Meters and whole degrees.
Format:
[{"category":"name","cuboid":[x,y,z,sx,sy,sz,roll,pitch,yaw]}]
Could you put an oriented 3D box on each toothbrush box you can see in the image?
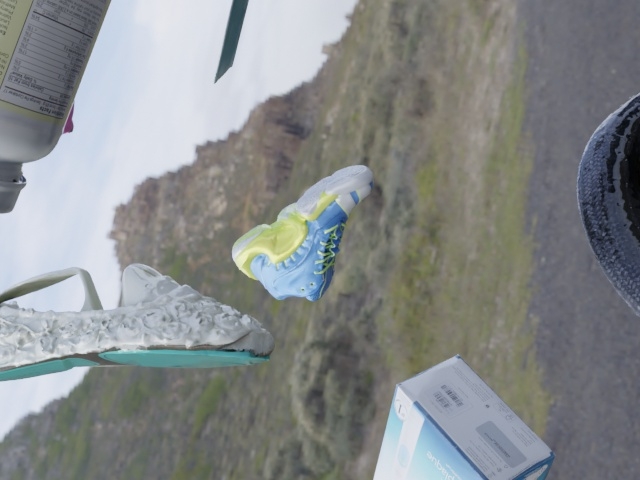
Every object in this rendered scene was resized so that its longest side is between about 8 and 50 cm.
[{"category":"toothbrush box","cuboid":[0.198,0.356,1.549,0.216,0.126,0.296,47,144,34]}]

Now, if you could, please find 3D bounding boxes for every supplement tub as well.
[{"category":"supplement tub","cuboid":[-0.317,-0.210,0.937,0.235,0.235,0.325,-82,14,-85]}]

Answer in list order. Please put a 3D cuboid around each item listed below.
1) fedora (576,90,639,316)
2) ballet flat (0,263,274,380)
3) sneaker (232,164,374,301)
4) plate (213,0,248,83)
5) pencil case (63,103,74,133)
[{"category":"fedora","cuboid":[0.387,0.004,0.921,0.152,0.333,0.334,71,-153,-57]},{"category":"ballet flat","cuboid":[-0.260,0.093,1.236,0.147,0.408,0.147,-6,-90,-79]},{"category":"sneaker","cuboid":[0.000,0.000,1.364,0.240,0.126,0.091,-31,9,34]},{"category":"plate","cuboid":[-0.125,-0.320,1.535,0.188,0.024,0.188,-167,90,-83]},{"category":"pencil case","cuboid":[-0.361,-0.234,1.324,0.095,0.098,0.209,-116,31,-78]}]
